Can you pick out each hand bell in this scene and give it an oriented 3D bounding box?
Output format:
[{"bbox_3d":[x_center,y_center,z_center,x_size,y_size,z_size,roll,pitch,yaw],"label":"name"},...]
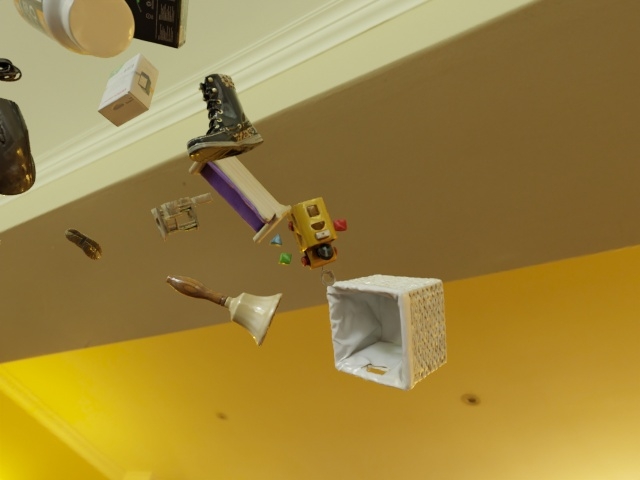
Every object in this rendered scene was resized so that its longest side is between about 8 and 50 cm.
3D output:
[{"bbox_3d":[-0.217,0.129,0.970,0.242,0.126,0.126,22,-51,0],"label":"hand bell"}]

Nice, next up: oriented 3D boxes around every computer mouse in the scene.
[{"bbox_3d":[-0.640,-0.208,0.826,0.060,0.184,0.261,12,-73,49],"label":"computer mouse"}]

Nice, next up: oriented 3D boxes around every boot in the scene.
[{"bbox_3d":[-0.238,-0.275,0.999,0.085,0.236,0.178,-20,-84,31],"label":"boot"}]

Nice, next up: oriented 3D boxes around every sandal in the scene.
[{"bbox_3d":[-1.050,0.013,1.988,0.049,0.072,0.180,2,-38,52],"label":"sandal"}]

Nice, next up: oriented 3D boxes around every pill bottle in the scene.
[{"bbox_3d":[-0.529,-0.496,0.961,0.278,0.162,0.162,35,-44,31],"label":"pill bottle"}]

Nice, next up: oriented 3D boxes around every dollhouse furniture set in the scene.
[{"bbox_3d":[-0.381,-0.077,1.337,0.161,0.182,0.101,-6,-76,56],"label":"dollhouse furniture set"}]

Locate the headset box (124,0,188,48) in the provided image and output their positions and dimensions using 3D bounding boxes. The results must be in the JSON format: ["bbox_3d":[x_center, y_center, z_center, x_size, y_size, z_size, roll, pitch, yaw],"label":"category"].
[{"bbox_3d":[-0.548,-0.737,1.336,0.283,0.131,0.246,8,-61,-10],"label":"headset box"}]

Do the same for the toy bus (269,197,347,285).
[{"bbox_3d":[-0.009,-0.009,1.155,0.202,0.190,0.104,26,-20,-9],"label":"toy bus"}]

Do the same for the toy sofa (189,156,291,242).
[{"bbox_3d":[-0.294,-0.171,1.583,0.362,0.177,0.150,47,-60,0],"label":"toy sofa"}]

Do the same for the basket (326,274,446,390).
[{"bbox_3d":[0.235,0.290,1.562,0.329,0.267,0.331,1,-81,46],"label":"basket"}]

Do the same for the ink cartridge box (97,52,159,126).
[{"bbox_3d":[-0.656,-0.514,1.537,0.154,0.212,0.093,-20,-39,23],"label":"ink cartridge box"}]
